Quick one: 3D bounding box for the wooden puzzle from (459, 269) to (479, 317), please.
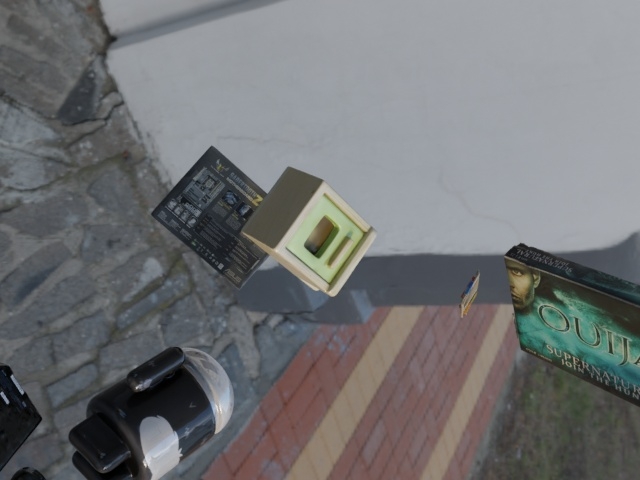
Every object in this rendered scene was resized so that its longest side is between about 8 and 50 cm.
[{"bbox_3d":[0.260,0.094,1.283,0.079,0.014,0.116,-57,160,-24],"label":"wooden puzzle"}]

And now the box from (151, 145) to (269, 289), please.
[{"bbox_3d":[-0.189,-0.045,1.453,0.232,0.059,0.183,41,88,-9],"label":"box"}]

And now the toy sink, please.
[{"bbox_3d":[0.000,0.000,1.351,0.153,0.131,0.234,-54,130,-8],"label":"toy sink"}]

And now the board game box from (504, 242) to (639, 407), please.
[{"bbox_3d":[0.250,0.082,0.639,0.026,0.186,0.126,-37,127,-25],"label":"board game box"}]

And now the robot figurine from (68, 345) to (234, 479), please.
[{"bbox_3d":[-0.276,0.293,1.217,0.278,0.209,0.174,-31,90,-40],"label":"robot figurine"}]

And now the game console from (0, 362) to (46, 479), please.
[{"bbox_3d":[-0.392,0.334,0.932,0.361,0.043,0.213,64,14,-14],"label":"game console"}]
